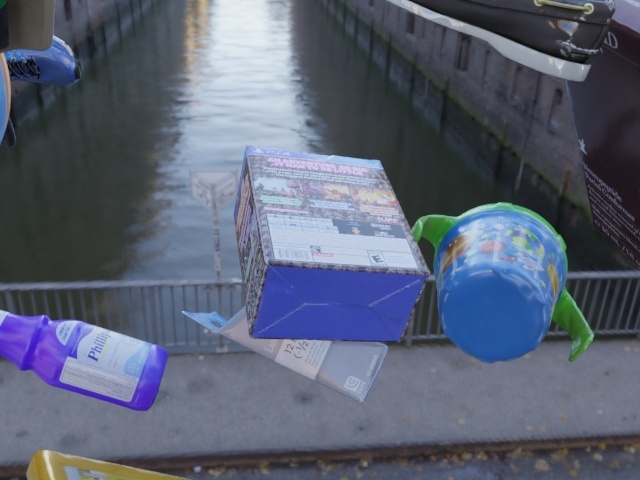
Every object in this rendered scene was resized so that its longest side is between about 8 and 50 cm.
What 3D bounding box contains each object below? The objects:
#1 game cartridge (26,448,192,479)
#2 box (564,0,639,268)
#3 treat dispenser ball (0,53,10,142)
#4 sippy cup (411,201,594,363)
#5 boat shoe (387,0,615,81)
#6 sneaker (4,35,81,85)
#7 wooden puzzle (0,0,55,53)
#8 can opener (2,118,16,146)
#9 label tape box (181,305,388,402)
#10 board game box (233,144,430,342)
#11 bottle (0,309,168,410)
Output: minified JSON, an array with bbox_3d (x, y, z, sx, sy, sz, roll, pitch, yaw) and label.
[{"bbox_3d":[-0.258,0.415,0.959,0.285,0.053,0.323,25,-4,-31],"label":"game cartridge"},{"bbox_3d":[0.386,-0.124,0.742,0.143,0.381,0.191,-26,37,3],"label":"box"},{"bbox_3d":[-0.486,-0.166,0.709,0.288,0.288,0.288,2,26,-1],"label":"treat dispenser ball"},{"bbox_3d":[0.292,0.080,1.110,0.305,0.240,0.224,0,21,17],"label":"sippy cup"},{"bbox_3d":[0.137,-0.214,0.580,0.227,0.069,0.081,31,31,19],"label":"boat shoe"},{"bbox_3d":[-0.708,-0.395,1.520,0.330,0.130,0.147,9,46,6],"label":"sneaker"},{"bbox_3d":[-0.282,-0.159,0.418,0.238,0.221,0.044,-24,79,-31],"label":"wooden puzzle"},{"bbox_3d":[-0.631,-0.252,1.290,0.059,0.186,0.073,31,58,9],"label":"can opener"},{"bbox_3d":[-0.054,0.169,1.245,0.347,0.115,0.249,26,-5,7],"label":"label tape box"},{"bbox_3d":[0.000,0.000,1.017,0.232,0.141,0.291,5,37,-16],"label":"board game box"},{"bbox_3d":[-0.396,0.187,1.087,0.282,0.092,0.118,21,23,-11],"label":"bottle"}]
